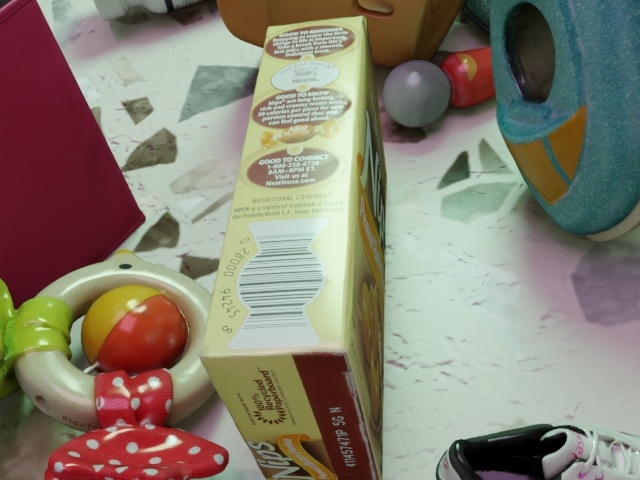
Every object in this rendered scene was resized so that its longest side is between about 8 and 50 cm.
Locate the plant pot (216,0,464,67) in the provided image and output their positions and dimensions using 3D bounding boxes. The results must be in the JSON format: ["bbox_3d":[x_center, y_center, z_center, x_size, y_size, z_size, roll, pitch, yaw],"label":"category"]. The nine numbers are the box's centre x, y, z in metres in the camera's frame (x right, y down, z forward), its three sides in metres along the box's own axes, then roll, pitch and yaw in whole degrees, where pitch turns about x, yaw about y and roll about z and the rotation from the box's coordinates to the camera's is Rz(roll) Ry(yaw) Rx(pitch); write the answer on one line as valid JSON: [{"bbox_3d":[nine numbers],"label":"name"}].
[{"bbox_3d":[0.052,-0.313,0.762,0.203,0.291,0.291,27,58,12],"label":"plant pot"}]

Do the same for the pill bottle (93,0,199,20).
[{"bbox_3d":[-0.184,-0.391,0.948,0.265,0.153,0.153,-21,48,-7],"label":"pill bottle"}]

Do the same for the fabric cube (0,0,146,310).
[{"bbox_3d":[-0.360,-0.060,0.625,0.259,0.258,0.254,20,55,28],"label":"fabric cube"}]

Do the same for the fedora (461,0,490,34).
[{"bbox_3d":[0.302,-0.354,0.806,0.334,0.152,0.334,-7,48,7],"label":"fedora"}]

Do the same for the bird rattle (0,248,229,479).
[{"bbox_3d":[-0.158,0.087,0.543,0.253,0.143,0.207,22,41,25],"label":"bird rattle"}]

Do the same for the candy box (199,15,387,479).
[{"bbox_3d":[0.000,0.000,0.538,0.087,0.183,0.316,-2,49,10],"label":"candy box"}]

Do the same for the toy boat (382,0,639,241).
[{"bbox_3d":[0.171,-0.132,0.616,0.148,0.267,0.318,-18,16,-13],"label":"toy boat"}]

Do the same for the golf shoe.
[{"bbox_3d":[0.164,0.147,0.438,0.186,0.086,0.067,-6,47,6],"label":"golf shoe"}]
